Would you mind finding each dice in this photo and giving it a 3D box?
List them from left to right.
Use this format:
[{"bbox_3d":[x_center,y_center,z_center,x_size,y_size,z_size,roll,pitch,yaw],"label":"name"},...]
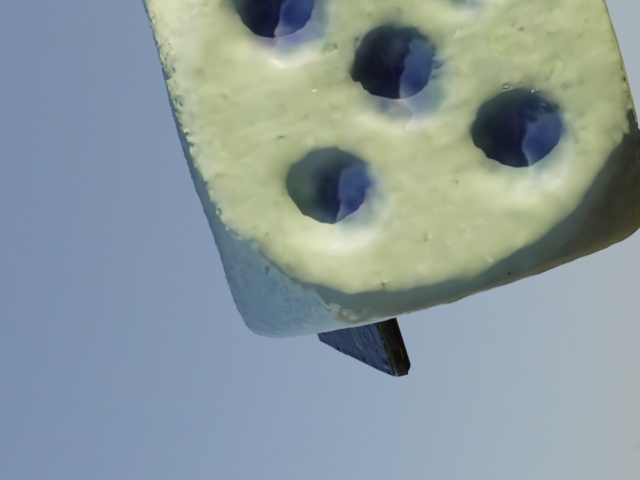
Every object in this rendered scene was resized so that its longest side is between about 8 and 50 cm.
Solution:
[{"bbox_3d":[0.044,-0.097,1.226,0.268,0.263,0.264,-73,-33,-85],"label":"dice"}]

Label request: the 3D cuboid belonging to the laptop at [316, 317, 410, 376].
[{"bbox_3d":[0.000,0.000,1.510,0.026,0.154,0.207,-27,-69,-21],"label":"laptop"}]
